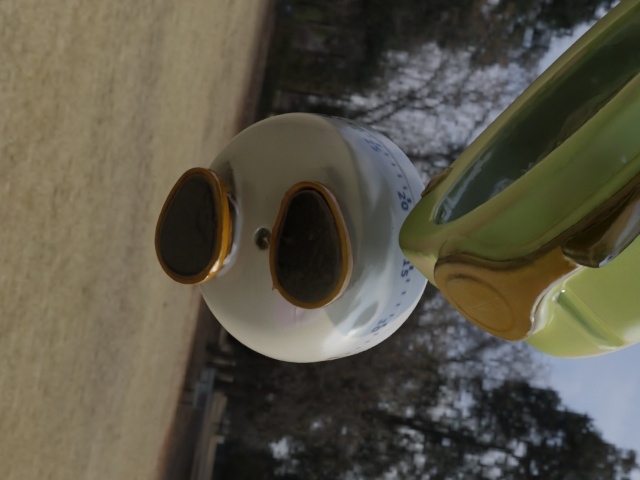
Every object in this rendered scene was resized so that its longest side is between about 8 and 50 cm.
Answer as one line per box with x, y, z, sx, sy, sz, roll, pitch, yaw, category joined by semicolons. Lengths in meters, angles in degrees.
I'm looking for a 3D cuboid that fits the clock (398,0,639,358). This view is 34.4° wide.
0.186;-0.049;0.625;0.286;0.117;0.348;-44;-174;6;clock

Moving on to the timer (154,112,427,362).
0.000;0.000;0.971;0.240;0.233;0.233;-1;103;-57;timer
